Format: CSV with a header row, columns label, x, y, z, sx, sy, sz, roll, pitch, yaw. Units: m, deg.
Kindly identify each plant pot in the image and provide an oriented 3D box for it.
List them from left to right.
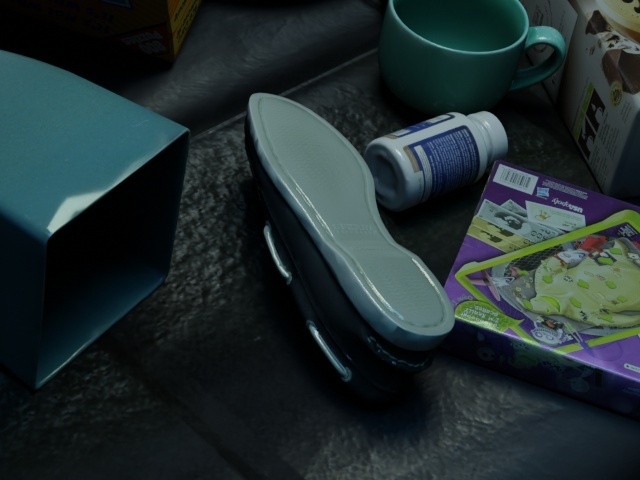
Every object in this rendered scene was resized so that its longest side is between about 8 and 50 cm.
label,x,y,z,sx,sy,sz,roll,pitch,yaw
plant pot,-0.248,-0.043,1.300,0.234,0.165,0.166,32,47,18

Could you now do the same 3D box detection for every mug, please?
label,x,y,z,sx,sy,sz,roll,pitch,yaw
mug,0.129,-0.167,1.568,0.158,0.097,0.129,32,46,20

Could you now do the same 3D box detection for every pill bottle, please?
label,x,y,z,sx,sy,sz,roll,pitch,yaw
pill bottle,0.102,-0.073,1.485,0.120,0.067,0.067,-21,52,-30

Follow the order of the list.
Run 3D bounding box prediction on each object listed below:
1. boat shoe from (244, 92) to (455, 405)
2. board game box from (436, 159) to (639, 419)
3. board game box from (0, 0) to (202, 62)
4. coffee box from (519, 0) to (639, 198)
label,x,y,z,sx,sy,sz,roll,pitch,yaw
boat shoe,0.000,0.000,1.369,0.114,0.091,0.302,9,37,-33
board game box,0.279,0.061,1.401,0.347,0.056,0.208,19,40,8
board game box,-0.238,-0.440,1.506,0.356,0.356,0.356,19,66,8
coffee box,0.302,-0.186,1.609,0.168,0.119,0.297,-6,46,-17
